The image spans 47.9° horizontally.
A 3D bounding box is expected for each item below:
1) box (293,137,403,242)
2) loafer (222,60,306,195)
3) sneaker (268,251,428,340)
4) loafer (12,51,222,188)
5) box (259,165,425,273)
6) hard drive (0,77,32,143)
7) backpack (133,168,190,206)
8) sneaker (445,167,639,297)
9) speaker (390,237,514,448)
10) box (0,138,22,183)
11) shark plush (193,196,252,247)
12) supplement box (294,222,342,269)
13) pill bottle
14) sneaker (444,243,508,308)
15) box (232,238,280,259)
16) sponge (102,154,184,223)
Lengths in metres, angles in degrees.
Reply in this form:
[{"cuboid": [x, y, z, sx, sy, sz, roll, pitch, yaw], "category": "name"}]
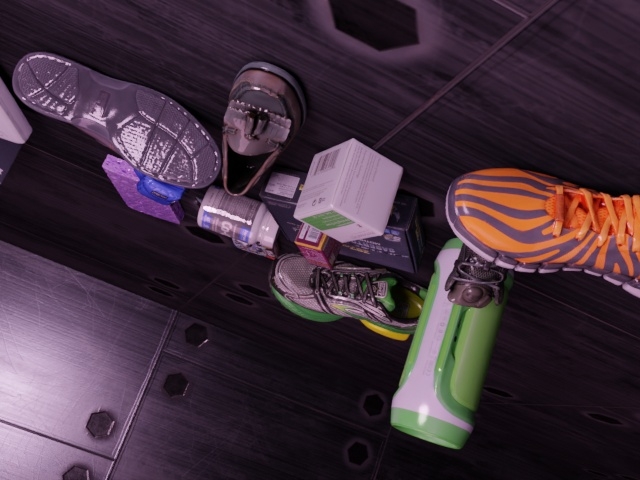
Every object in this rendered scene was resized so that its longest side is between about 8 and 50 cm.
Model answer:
[{"cuboid": [0.036, -0.062, 0.946, 0.087, 0.101, 0.101, 26, 161, -25], "category": "box"}, {"cuboid": [-0.080, -0.127, 0.907, 0.096, 0.084, 0.267, 22, 163, -4], "category": "loafer"}, {"cuboid": [0.069, 0.089, 1.373, 0.344, 0.134, 0.146, 14, 157, -11], "category": "sneaker"}, {"cuboid": [-0.271, -0.168, 1.006, 0.303, 0.109, 0.095, 28, -178, -4], "category": "loafer"}, {"cuboid": [0.040, -0.029, 1.115, 0.233, 0.059, 0.183, 15, 163, 17], "category": "box"}, {"cuboid": [-0.580, -0.265, 1.086, 0.203, 0.040, 0.307, 19, 158, 4], "category": "hard drive"}, {"cuboid": [-0.225, -0.111, 1.099, 0.098, 0.101, 0.120, 20, 162, -24], "category": "backpack"}, {"cuboid": [0.304, -0.031, 0.751, 0.321, 0.124, 0.180, 12, 160, -10], "category": "sneaker"}, {"cuboid": [0.200, 0.150, 1.081, 0.131, 0.296, 0.131, 18, 163, 6], "category": "speaker"}, {"cuboid": [-0.688, -0.195, 1.341, 0.207, 0.108, 0.153, 10, 160, 29], "category": "box"}, {"cuboid": [-0.164, -0.036, 1.342, 0.161, 0.073, 0.067, 11, -169, 14], "category": "shark plush"}, {"cuboid": [0.000, 0.000, 1.056, 0.043, 0.054, 0.083, 15, 159, 20], "category": "supplement box"}, {"cuboid": [-0.137, -0.039, 1.252, 0.137, 0.078, 0.078, 19, 163, 2], "category": "pill bottle"}, {"cuboid": [0.223, 0.016, 0.937, 0.087, 0.130, 0.227, 17, 161, 5], "category": "sneaker"}, {"cuboid": [-0.131, -0.005, 1.437, 0.094, 0.027, 0.137, 17, 162, 7], "category": "box"}, {"cuboid": [-0.336, -0.093, 1.390, 0.117, 0.031, 0.210, 19, 164, 5], "category": "sponge"}]
